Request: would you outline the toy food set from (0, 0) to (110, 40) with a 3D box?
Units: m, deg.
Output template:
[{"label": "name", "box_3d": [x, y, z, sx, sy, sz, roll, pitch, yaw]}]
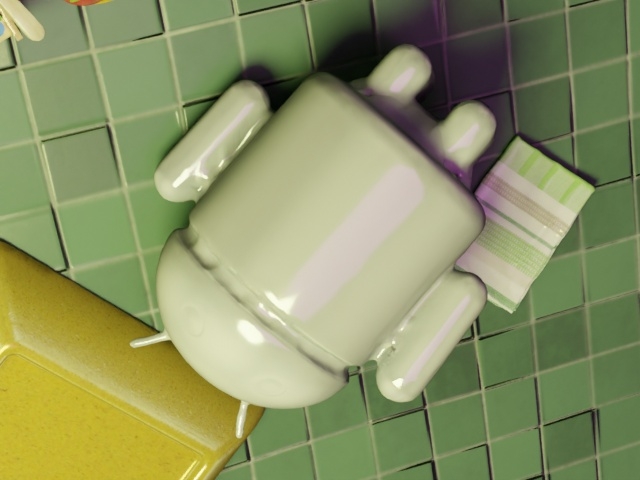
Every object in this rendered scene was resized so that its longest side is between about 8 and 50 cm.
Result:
[{"label": "toy food set", "box_3d": [-0.164, -0.248, 1.059, 0.218, 0.071, 0.128, -39, 117, -19]}]

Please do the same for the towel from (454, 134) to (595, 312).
[{"label": "towel", "box_3d": [0.188, -0.013, 1.335, 0.113, 0.023, 0.152, 29, 99, -28]}]

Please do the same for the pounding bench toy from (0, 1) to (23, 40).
[{"label": "pounding bench toy", "box_3d": [-0.268, -0.169, 1.077, 0.065, 0.083, 0.052, -31, 117, -4]}]

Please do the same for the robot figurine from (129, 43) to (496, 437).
[{"label": "robot figurine", "box_3d": [0.000, 0.000, 1.174, 0.300, 0.200, 0.353, 43, 94, 9]}]

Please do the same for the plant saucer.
[{"label": "plant saucer", "box_3d": [-0.256, 0.216, 1.241, 0.333, 0.081, 0.333, 34, 98, -27]}]
